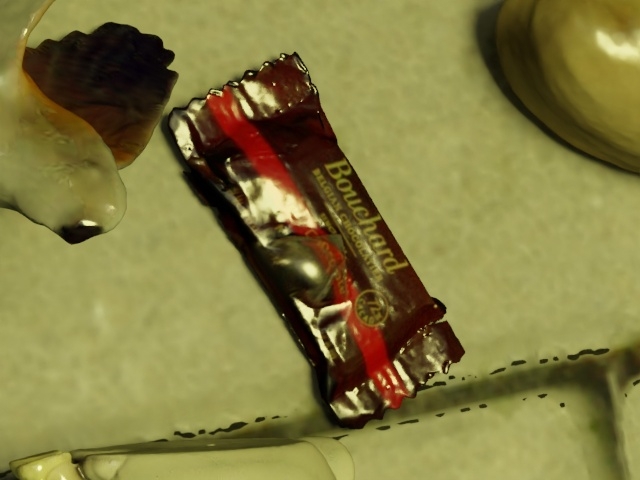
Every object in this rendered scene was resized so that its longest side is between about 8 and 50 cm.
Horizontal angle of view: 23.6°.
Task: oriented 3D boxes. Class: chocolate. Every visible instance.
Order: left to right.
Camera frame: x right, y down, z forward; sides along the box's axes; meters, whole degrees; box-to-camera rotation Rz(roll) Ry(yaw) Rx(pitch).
[{"bbox_3d":[0.000,0.000,0.750,0.086,0.028,0.182,-28,88,-21],"label":"chocolate"}]

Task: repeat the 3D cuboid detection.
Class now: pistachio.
[{"bbox_3d":[0.162,-0.088,0.775,0.149,0.113,0.113,42,73,-14],"label":"pistachio"}]

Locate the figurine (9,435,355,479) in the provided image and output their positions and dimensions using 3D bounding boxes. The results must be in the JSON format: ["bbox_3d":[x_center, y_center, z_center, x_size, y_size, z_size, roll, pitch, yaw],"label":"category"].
[{"bbox_3d":[-0.055,0.205,0.653,0.155,0.127,0.235,1,84,-35],"label":"figurine"}]

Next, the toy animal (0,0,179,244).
[{"bbox_3d":[-0.201,-0.103,0.585,0.284,0.225,0.302,8,47,-3],"label":"toy animal"}]
